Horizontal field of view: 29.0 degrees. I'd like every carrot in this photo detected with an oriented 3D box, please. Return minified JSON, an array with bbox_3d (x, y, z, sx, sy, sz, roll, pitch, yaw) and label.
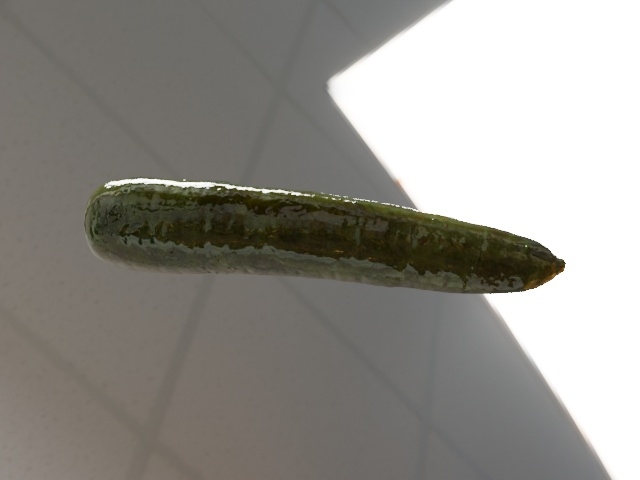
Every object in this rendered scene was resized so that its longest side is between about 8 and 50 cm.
[{"bbox_3d":[0.000,0.000,0.914,0.074,0.358,0.074,5,-90,-81],"label":"carrot"}]
